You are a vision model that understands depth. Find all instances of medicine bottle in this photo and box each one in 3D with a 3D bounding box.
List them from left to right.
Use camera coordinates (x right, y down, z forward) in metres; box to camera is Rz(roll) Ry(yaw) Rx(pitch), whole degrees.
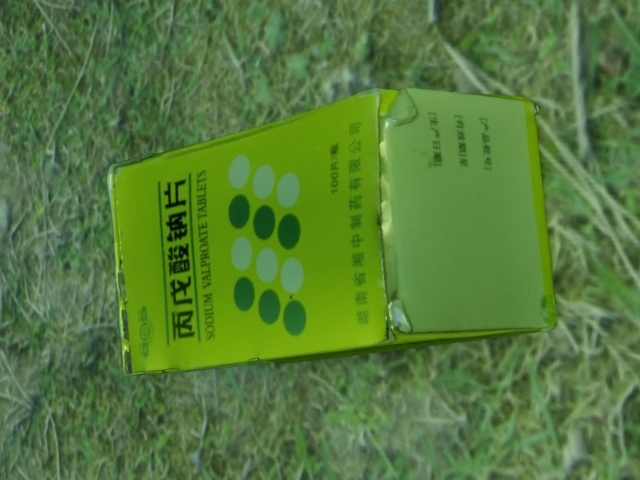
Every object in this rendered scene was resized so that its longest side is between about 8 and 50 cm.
[{"bbox_3d":[0.000,0.000,0.874,0.250,0.141,0.137,-12,83,47],"label":"medicine bottle"}]
